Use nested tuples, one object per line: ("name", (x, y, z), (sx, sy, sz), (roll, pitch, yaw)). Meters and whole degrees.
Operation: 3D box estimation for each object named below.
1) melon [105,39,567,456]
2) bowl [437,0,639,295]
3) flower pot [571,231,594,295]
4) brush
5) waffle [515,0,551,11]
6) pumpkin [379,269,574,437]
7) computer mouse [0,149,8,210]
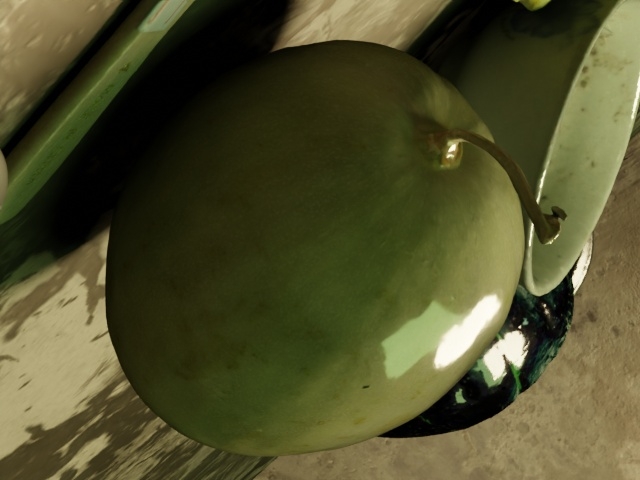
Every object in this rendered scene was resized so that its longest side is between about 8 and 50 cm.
("melon", (-0.009, 0.009, 1.033), (0.308, 0.272, 0.272), (-50, 168, 20))
("bowl", (0.182, -0.107, 1.470), (0.289, 0.146, 0.289), (-52, 153, -41))
("flower pot", (0.215, -0.011, 2.027), (0.235, 0.235, 0.148), (-43, -170, 5))
("brush", (-0.084, -0.121, 0.853), (0.336, 0.020, 0.085), (-46, 170, 22))
("waffle", (0.252, -0.305, 1.239), (0.317, 0.073, 0.297), (-37, 165, -1))
("pumpkin", (0.099, 0.055, 1.647), (0.315, 0.238, 0.315), (-24, -154, 12))
("computer mouse", (-0.188, -0.019, 0.825), (0.066, 0.039, 0.096), (-37, 169, -28))
